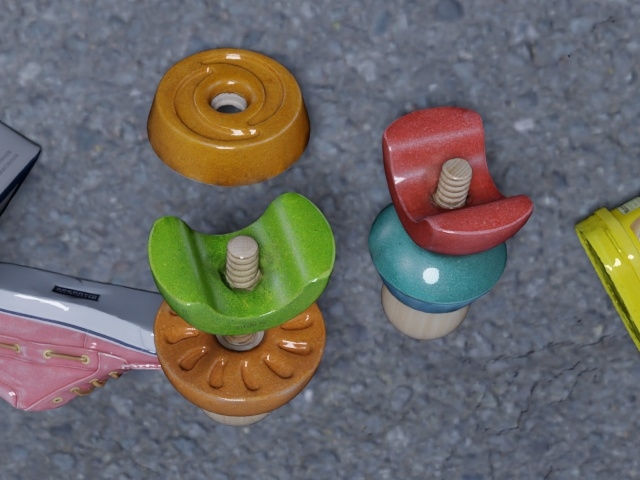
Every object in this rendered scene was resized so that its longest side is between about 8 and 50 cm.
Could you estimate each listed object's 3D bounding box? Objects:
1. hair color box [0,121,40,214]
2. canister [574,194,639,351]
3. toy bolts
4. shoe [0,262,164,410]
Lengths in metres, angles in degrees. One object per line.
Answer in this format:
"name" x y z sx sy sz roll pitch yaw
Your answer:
"hair color box" -0.350 -0.087 0.656 0.347 0.174 0.105 34 105 -11
"canister" 0.271 0.003 0.755 0.170 0.073 0.126 -29 107 6
"toy bolts" 0.000 0.000 0.729 0.229 0.218 0.158 -8 142 -12
"shoe" -0.153 0.075 0.776 0.178 0.063 0.081 14 109 0
